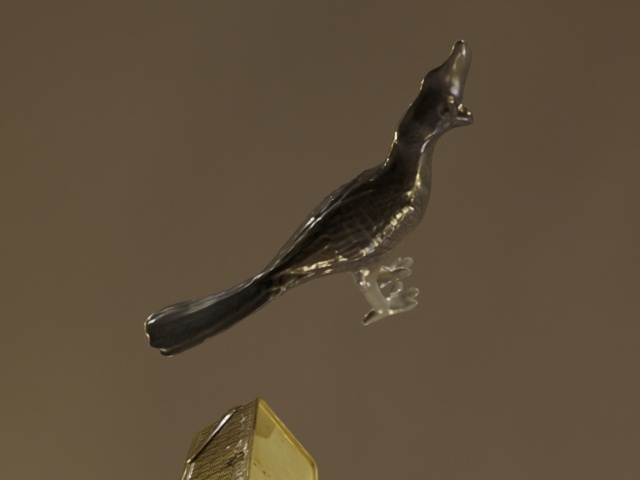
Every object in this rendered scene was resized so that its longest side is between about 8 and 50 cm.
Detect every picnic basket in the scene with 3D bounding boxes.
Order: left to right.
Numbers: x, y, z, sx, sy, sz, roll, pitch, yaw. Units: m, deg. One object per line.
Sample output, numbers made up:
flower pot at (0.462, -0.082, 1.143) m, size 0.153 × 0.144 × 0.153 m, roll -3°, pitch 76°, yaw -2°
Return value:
picnic basket at (-0.061, 0.232, 0.442) m, size 0.079 × 0.164 × 0.115 m, roll -31°, pitch -73°, yaw 9°

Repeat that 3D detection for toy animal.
toy animal at (0.031, 0.006, 0.500) m, size 0.367 × 0.206 × 0.081 m, roll -42°, pitch -136°, yaw 6°
